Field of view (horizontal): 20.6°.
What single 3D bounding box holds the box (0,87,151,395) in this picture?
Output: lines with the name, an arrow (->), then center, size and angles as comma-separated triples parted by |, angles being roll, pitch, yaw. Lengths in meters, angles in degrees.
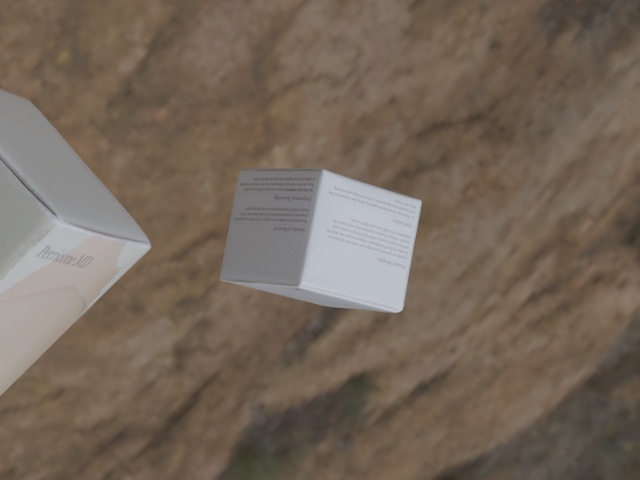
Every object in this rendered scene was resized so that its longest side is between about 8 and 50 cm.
box -> -0.253, 0.060, 0.918 | 0.311, 0.121, 0.148 | -44, 166, 8

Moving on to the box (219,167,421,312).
box -> 0.000, 0.000, 1.283 | 0.101, 0.102, 0.087 | 16, 81, -39
